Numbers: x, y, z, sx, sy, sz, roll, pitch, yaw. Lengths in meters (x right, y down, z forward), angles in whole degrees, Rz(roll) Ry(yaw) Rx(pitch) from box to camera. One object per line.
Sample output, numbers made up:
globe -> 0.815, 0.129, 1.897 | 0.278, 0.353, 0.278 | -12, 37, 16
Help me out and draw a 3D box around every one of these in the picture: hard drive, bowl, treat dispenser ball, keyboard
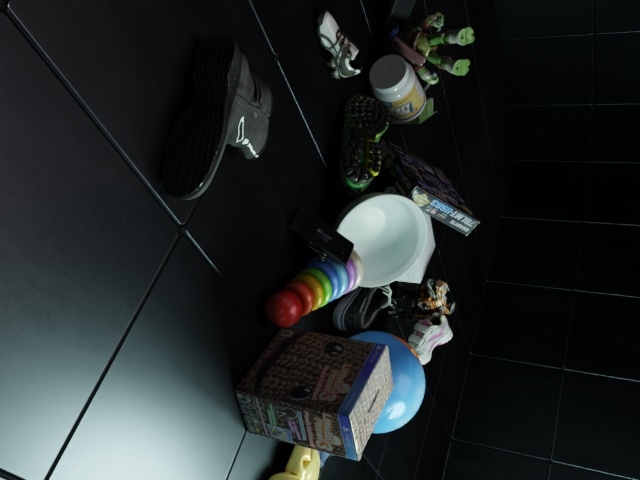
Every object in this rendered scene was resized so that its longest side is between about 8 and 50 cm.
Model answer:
hard drive -> 0.277, -0.813, 1.894 | 0.339, 0.064, 0.237 | 117, -13, -73
bowl -> 0.151, -0.023, 1.808 | 0.134, 0.297, 0.298 | -123, -163, -56
treat dispenser ball -> 0.157, 0.406, 1.790 | 0.288, 0.288, 0.288 | -19, 111, -61
keyboard -> 0.000, 0.000, 1.584 | 0.180, 0.023, 0.108 | 35, 47, -10

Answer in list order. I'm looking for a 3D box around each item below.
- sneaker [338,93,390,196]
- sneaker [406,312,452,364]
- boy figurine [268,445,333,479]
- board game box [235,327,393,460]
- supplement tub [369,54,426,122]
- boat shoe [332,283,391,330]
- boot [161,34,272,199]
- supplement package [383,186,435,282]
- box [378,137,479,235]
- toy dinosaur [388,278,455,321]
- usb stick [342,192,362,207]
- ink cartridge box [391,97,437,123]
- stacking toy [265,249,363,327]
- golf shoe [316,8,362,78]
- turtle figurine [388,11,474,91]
sneaker -> 0.106, -0.281, 1.790 | 0.146, 0.134, 0.344 | 121, -15, -58
sneaker -> 0.348, 0.330, 2.118 | 0.252, 0.103, 0.111 | -36, 123, -35
boy figurine -> -0.049, 0.609, 1.638 | 0.285, 0.092, 0.177 | -36, 126, -56
board game box -> -0.008, 0.346, 1.449 | 0.232, 0.291, 0.141 | -52, 139, -48
supplement tub -> 0.243, -0.480, 1.967 | 0.199, 0.144, 0.144 | 37, 61, -59
boat shoe -> 0.166, 0.176, 1.928 | 0.335, 0.119, 0.121 | -48, 136, -43
boot -> -0.178, -0.206, 1.221 | 0.223, 0.118, 0.338 | 45, 59, -63
supplement package -> 0.285, -0.020, 2.133 | 0.204, 0.145, 0.262 | -59, 144, -40
box -> 0.332, -0.173, 1.968 | 0.295, 0.073, 0.293 | 22, 30, -32
toy dinosaur -> 0.365, 0.242, 2.225 | 0.164, 0.218, 0.322 | -57, 159, -55
usb stick -> 0.115, -0.046, 1.901 | 0.077, 0.045, 0.278 | -46, 135, -39
ink cartridge box -> 0.332, -0.464, 2.186 | 0.209, 0.109, 0.062 | -40, 131, -54
stacking toy -> -0.025, 0.119, 1.577 | 0.330, 0.141, 0.141 | -29, 121, -52
golf shoe -> 0.055, -0.523, 1.643 | 0.077, 0.093, 0.198 | -65, 146, -32
turtle figurine -> 0.375, -0.599, 1.940 | 0.274, 0.266, 0.198 | 31, 89, -42
